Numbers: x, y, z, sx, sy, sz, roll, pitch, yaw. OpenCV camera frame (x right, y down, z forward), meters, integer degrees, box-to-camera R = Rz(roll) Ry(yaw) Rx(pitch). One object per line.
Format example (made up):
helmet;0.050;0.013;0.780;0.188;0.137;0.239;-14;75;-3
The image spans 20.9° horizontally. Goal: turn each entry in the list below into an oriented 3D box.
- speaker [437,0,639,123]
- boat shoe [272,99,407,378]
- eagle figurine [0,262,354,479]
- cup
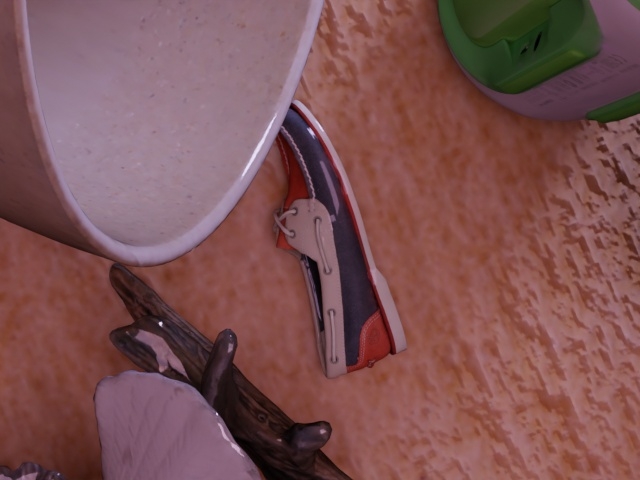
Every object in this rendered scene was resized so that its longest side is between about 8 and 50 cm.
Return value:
speaker;0.131;-0.123;0.735;0.131;0.296;0.131;0;88;-7
boat shoe;0.000;0.000;0.847;0.043;0.049;0.137;-21;100;-7
eagle figurine;-0.107;0.187;0.764;0.298;0.226;0.225;-46;118;-11
cup;-0.147;-0.173;0.706;0.237;0.331;0.331;11;89;16
